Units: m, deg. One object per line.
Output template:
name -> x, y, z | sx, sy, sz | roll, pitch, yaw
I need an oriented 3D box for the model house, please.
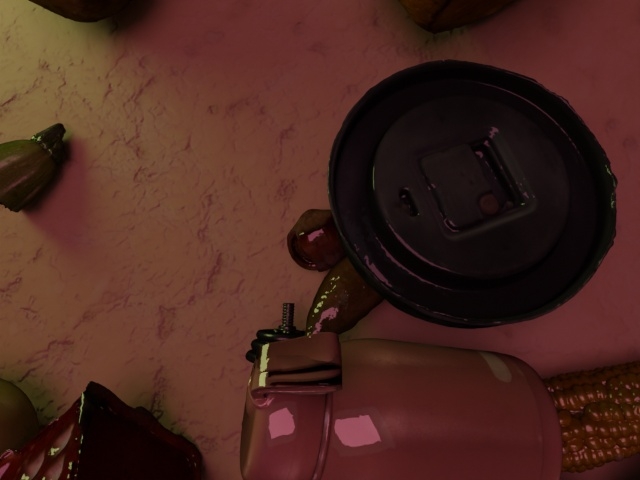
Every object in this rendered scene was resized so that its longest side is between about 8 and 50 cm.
model house -> -0.287, 0.327, 0.554 | 0.254, 0.160, 0.196 | -41, 122, 0

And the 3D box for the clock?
clock -> 0.169, -0.059, 0.573 | 0.324, 0.067, 0.326 | 0, 72, 0

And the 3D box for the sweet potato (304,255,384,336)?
sweet potato -> 0.062, 0.037, 0.616 | 0.074, 0.075, 0.269 | 39, 73, 13

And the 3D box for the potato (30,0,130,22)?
potato -> -0.359, -0.447, 0.712 | 0.246, 0.196, 0.300 | -38, 49, 17

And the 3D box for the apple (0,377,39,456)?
apple -> -0.467, 0.260, 0.620 | 0.199, 0.200, 0.200 | -1, 82, 10

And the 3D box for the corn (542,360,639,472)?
corn -> 0.372, 0.175, 0.528 | 0.312, 0.102, 0.102 | -13, 80, 5

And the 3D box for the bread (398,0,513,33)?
bread -> 0.198, -0.373, 0.541 | 0.311, 0.312, 0.173 | -27, 92, 6

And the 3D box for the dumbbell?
dumbbell -> -0.045, 0.182, 0.599 | 0.099, 0.099, 0.209 | 2, 84, 11

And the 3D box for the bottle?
bottle -> 0.070, 0.173, 0.485 | 0.296, 0.207, 0.173 | 11, 47, -10

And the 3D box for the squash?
squash -> -0.426, -0.116, 0.727 | 0.132, 0.105, 0.105 | -36, 77, -15

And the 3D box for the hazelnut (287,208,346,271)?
hazelnut -> 0.000, 0.000, 0.632 | 0.086, 0.086, 0.087 | -1, 82, 10
